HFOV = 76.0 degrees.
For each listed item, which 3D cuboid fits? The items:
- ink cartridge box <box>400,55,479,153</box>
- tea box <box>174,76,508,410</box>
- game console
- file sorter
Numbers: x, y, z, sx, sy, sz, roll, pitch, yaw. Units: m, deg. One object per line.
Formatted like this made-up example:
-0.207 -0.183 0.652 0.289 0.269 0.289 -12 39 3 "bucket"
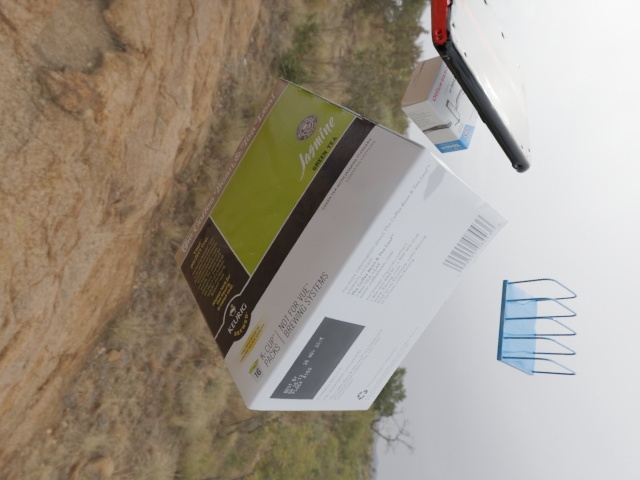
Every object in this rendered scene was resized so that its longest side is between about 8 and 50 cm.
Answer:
0.316 -0.346 1.056 0.203 0.086 0.148 33 72 -36 "ink cartridge box"
0.000 0.000 0.580 0.220 0.323 0.329 22 106 -43 "tea box"
0.336 -0.369 0.850 0.387 0.060 0.341 35 54 -35 "game console"
0.439 0.173 0.821 0.104 0.118 0.170 -19 -130 54 "file sorter"
